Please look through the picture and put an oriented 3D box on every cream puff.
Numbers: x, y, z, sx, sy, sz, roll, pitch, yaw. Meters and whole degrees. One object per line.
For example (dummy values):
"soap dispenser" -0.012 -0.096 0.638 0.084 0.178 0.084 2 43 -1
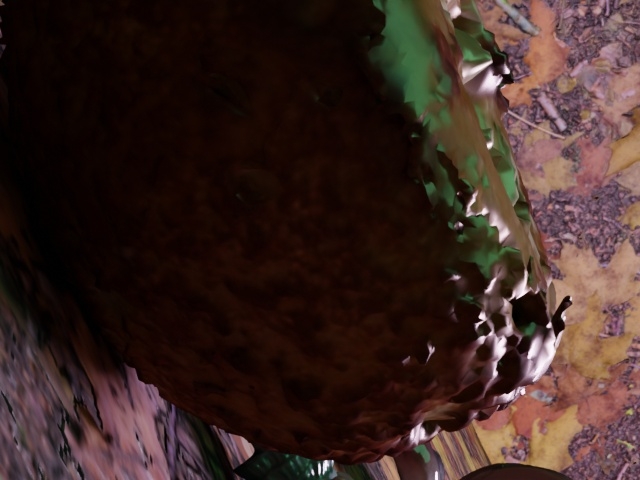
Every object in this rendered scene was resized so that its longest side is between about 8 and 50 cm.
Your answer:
"cream puff" -0.015 -0.039 0.630 0.240 0.164 0.240 -15 90 -74

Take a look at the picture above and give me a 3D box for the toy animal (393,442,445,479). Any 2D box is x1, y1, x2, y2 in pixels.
"toy animal" 0.011 0.026 1.048 0.324 0.090 0.195 62 4 -11

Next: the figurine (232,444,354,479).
"figurine" -0.001 0.104 0.731 0.106 0.047 0.060 63 -5 5

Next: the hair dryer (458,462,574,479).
"hair dryer" 0.167 0.324 1.177 0.210 0.125 0.352 59 13 -47
